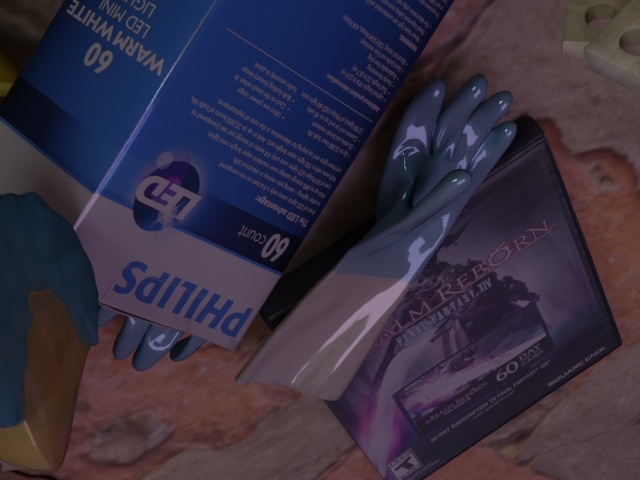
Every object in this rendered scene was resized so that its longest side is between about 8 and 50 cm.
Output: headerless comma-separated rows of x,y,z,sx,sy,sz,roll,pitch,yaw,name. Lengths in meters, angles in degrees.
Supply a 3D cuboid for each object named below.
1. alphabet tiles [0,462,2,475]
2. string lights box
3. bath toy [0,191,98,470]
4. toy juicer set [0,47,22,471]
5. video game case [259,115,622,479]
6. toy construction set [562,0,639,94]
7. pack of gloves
-0.283,0.139,0.781,0.237,0.009,0.198,-26,149,24,alphabet tiles
-0.027,-0.091,0.665,0.260,0.077,0.133,-57,145,4,string lights box
-0.261,0.057,0.585,0.348,0.129,0.151,-12,113,16,bath toy
-0.217,0.061,0.743,0.209,0.089,0.329,-19,142,-21,toy juicer set
0.087,0.054,1.031,0.196,0.026,0.274,-34,145,-1,video game case
0.174,-0.209,0.633,0.151,0.215,0.328,-16,141,-22,toy construction set
0.000,0.000,0.854,0.195,0.046,0.232,11,121,-39,pack of gloves
